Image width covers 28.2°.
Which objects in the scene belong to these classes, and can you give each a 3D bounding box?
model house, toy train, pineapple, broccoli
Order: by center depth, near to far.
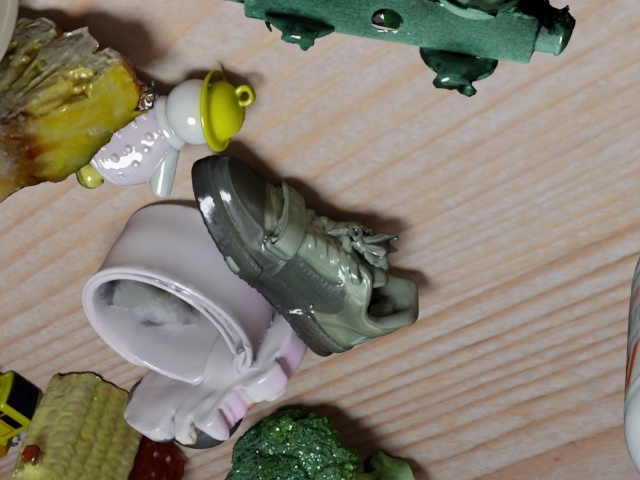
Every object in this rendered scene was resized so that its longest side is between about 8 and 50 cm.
[{"bbox_3d":[0.060,-0.207,0.956,0.270,0.154,0.115,10,144,6],"label":"toy train"},{"bbox_3d":[-0.272,-0.121,1.145,0.236,0.186,0.114,1,140,27],"label":"pineapple"},{"bbox_3d":[0.001,0.341,1.634,0.270,0.270,0.270,-5,150,-25],"label":"broccoli"},{"bbox_3d":[-0.311,0.305,1.698,0.160,0.196,0.254,-3,138,20],"label":"model house"},{"bbox_3d":[-0.472,0.211,1.720,0.127,0.089,0.219,-27,127,28],"label":"toy train"}]

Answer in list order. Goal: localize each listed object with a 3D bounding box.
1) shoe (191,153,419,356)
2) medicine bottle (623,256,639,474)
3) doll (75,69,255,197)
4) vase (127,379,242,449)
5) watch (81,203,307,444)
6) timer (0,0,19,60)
[{"bbox_3d":[0.000,0.002,1.292,0.149,0.109,0.293,-18,132,23],"label":"shoe"},{"bbox_3d":[0.383,0.051,1.041,0.256,0.324,0.256,9,144,7],"label":"medicine bottle"},{"bbox_3d":[-0.152,-0.107,1.207,0.207,0.081,0.129,-18,91,23],"label":"doll"},{"bbox_3d":[-0.174,0.202,1.597,0.120,0.120,0.183,39,150,-29],"label":"vase"},{"bbox_3d":[-0.161,0.093,1.393,0.244,0.196,0.231,-14,129,41],"label":"watch"},{"bbox_3d":[-0.418,-0.223,1.097,0.266,0.175,0.175,7,143,21],"label":"timer"}]
